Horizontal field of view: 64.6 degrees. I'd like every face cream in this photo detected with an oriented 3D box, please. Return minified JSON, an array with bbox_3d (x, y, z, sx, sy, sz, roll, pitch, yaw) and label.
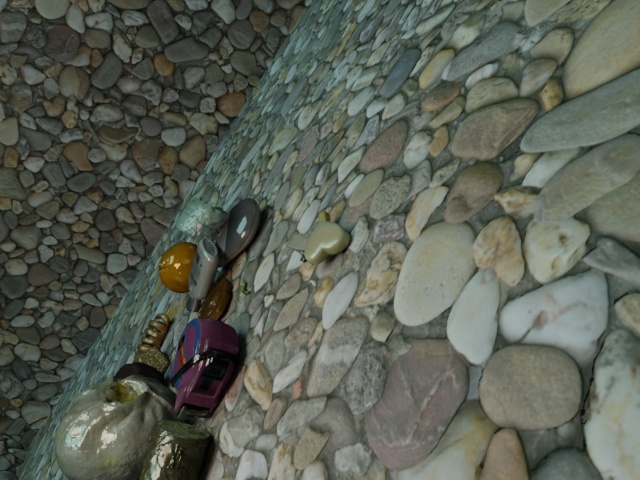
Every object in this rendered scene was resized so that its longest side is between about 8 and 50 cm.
[{"bbox_3d":[-0.443,0.142,1.873,0.144,0.071,0.291,53,130,47],"label":"face cream"}]

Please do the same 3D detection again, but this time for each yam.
[{"bbox_3d":[-0.367,0.567,1.235,0.154,0.154,0.254,-28,41,49],"label":"yam"}]

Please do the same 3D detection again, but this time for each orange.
[{"bbox_3d":[-0.575,0.111,2.116,0.219,0.193,0.219,-23,52,33],"label":"orange"}]

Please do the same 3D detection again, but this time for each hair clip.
[{"bbox_3d":[0.000,-0.003,1.294,0.219,0.071,0.158,-8,52,55],"label":"hair clip"}]

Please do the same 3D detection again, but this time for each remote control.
[{"bbox_3d":[-0.327,-0.027,1.892,0.332,0.104,0.221,-35,43,40],"label":"remote control"}]

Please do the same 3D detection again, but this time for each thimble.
[{"bbox_3d":[-0.483,-0.077,2.124,0.171,0.205,0.250,-59,19,-3],"label":"thimble"}]

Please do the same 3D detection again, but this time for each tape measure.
[{"bbox_3d":[-0.328,0.346,1.426,0.245,0.149,0.231,-60,26,15],"label":"tape measure"}]

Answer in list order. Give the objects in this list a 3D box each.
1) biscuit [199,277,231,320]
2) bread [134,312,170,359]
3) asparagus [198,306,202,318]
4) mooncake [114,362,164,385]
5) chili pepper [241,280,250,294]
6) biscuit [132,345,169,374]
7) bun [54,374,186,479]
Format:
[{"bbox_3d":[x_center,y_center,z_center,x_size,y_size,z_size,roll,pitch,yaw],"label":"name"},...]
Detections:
[{"bbox_3d":[-0.365,0.216,1.768,0.182,0.034,0.215,-46,25,25],"label":"biscuit"},{"bbox_3d":[-0.718,0.417,2.155,0.134,0.081,0.225,-15,53,59],"label":"bread"},{"bbox_3d":[-0.436,0.326,1.794,0.232,0.022,0.023,-96,-1,-50],"label":"asparagus"},{"bbox_3d":[-0.653,0.576,1.777,0.283,0.141,0.282,-33,43,37],"label":"mooncake"},{"bbox_3d":[-0.242,0.154,1.623,0.030,0.017,0.083,-52,24,11],"label":"chili pepper"},{"bbox_3d":[-0.667,0.483,1.990,0.237,0.026,0.131,23,80,51],"label":"biscuit"},{"bbox_3d":[-0.552,0.506,1.416,0.362,0.362,0.211,-153,58,-66],"label":"bun"}]
